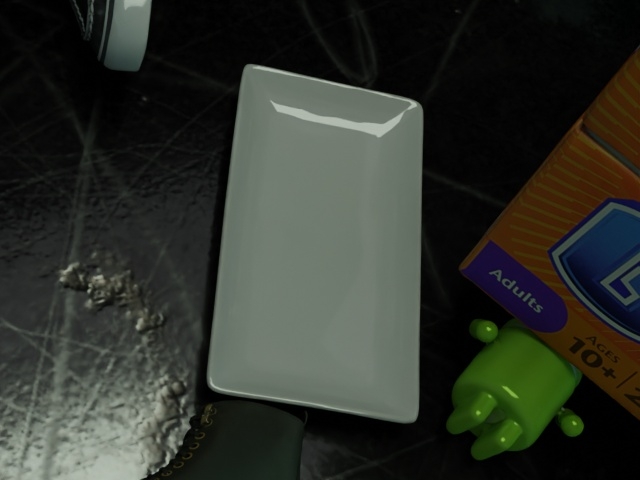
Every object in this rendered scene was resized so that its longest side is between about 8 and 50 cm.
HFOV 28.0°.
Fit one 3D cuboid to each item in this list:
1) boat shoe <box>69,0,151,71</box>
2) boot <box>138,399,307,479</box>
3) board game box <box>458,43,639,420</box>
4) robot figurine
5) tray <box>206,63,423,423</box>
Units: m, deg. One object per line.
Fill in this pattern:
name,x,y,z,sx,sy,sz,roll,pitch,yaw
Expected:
boat shoe,-0.189,-0.252,0.951,0.102,0.108,0.301,-2,62,-21
boot,-0.100,0.148,0.777,0.198,0.077,0.137,19,51,-22
board game box,0.378,-0.057,0.800,0.356,0.356,0.356,40,55,6
robot figurine,0.135,0.097,0.877,0.101,0.067,0.115,46,56,1
tray,0.000,0.000,0.914,0.145,0.030,0.270,11,58,-11
